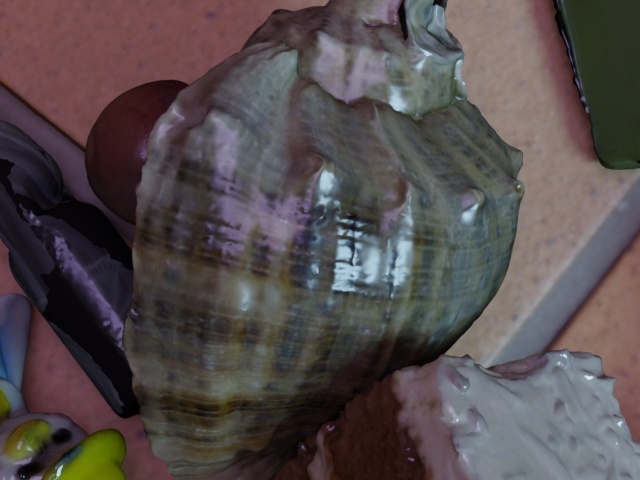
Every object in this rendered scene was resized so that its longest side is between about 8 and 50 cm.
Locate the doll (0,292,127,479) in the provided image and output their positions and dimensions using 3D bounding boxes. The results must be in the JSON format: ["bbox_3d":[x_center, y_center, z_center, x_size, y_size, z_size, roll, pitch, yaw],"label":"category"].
[{"bbox_3d":[-0.183,0.092,0.801,0.241,0.135,0.099,37,110,10],"label":"doll"}]

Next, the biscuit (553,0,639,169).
[{"bbox_3d":[0.165,-0.199,0.862,0.099,0.038,0.322,-18,74,37],"label":"biscuit"}]

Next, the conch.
[{"bbox_3d":[0.016,-0.001,0.765,0.159,0.210,0.291,8,95,14],"label":"conch"}]

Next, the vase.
[{"bbox_3d":[-0.145,-0.004,0.835,0.060,0.060,0.211,-38,80,-6],"label":"vase"}]

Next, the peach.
[{"bbox_3d":[-0.084,-0.046,0.832,0.083,0.083,0.083,0,79,2],"label":"peach"}]

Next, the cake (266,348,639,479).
[{"bbox_3d":[0.071,0.135,0.723,0.135,0.147,0.134,5,58,-38],"label":"cake"}]
